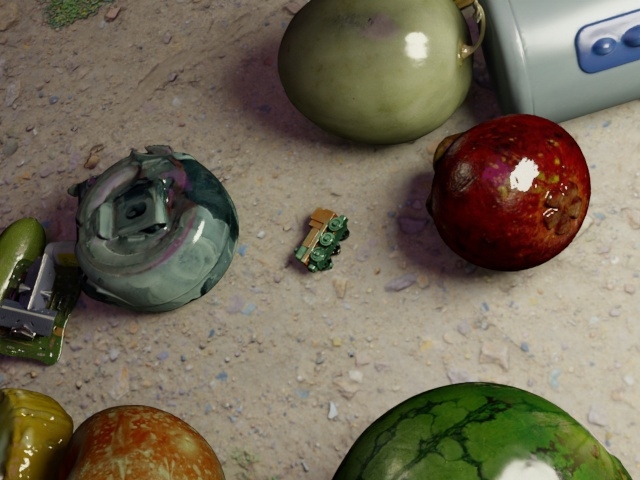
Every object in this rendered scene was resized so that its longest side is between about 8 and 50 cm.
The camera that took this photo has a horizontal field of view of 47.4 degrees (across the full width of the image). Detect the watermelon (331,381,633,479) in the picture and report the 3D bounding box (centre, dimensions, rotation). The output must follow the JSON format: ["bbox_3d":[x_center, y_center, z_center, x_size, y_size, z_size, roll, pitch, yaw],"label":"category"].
[{"bbox_3d":[0.158,0.327,0.762,0.364,0.363,0.363,-7,64,15],"label":"watermelon"}]

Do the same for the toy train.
[{"bbox_3d":[0.000,0.000,1.125,0.064,0.044,0.103,22,73,29],"label":"toy train"}]

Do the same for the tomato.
[{"bbox_3d":[-0.233,0.353,0.930,0.223,0.270,0.270,19,69,-16],"label":"tomato"}]

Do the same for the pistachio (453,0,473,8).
[{"bbox_3d":[0.244,-0.477,1.220,0.145,0.117,0.200,34,81,23],"label":"pistachio"}]

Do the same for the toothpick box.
[{"bbox_3d":[0.414,-0.302,1.009,0.355,0.263,0.262,-15,63,10],"label":"toothpick box"}]

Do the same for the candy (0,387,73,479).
[{"bbox_3d":[-0.466,0.341,1.055,0.260,0.118,0.259,-25,50,34],"label":"candy"}]

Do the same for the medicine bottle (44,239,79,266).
[{"bbox_3d":[-0.428,0.023,1.252,0.083,0.047,0.047,-2,66,22],"label":"medicine bottle"}]

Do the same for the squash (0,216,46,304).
[{"bbox_3d":[-0.558,0.111,1.233,0.095,0.094,0.340,14,71,23],"label":"squash"}]

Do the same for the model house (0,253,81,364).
[{"bbox_3d":[-0.456,0.104,1.175,0.117,0.088,0.166,19,68,-15],"label":"model house"}]

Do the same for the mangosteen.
[{"bbox_3d":[0.237,-0.069,1.002,0.215,0.215,0.257,-51,31,-9],"label":"mangosteen"}]

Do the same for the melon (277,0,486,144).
[{"bbox_3d":[0.086,-0.274,1.104,0.308,0.271,0.271,25,76,20],"label":"melon"}]

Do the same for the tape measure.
[{"bbox_3d":[-0.273,-0.016,1.164,0.275,0.147,0.256,-17,63,12],"label":"tape measure"}]
